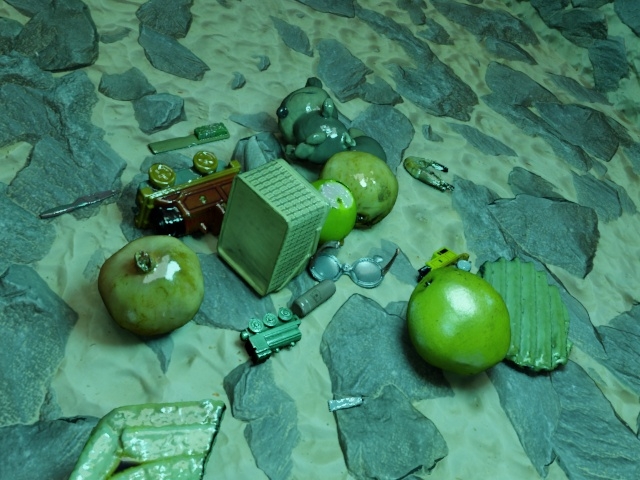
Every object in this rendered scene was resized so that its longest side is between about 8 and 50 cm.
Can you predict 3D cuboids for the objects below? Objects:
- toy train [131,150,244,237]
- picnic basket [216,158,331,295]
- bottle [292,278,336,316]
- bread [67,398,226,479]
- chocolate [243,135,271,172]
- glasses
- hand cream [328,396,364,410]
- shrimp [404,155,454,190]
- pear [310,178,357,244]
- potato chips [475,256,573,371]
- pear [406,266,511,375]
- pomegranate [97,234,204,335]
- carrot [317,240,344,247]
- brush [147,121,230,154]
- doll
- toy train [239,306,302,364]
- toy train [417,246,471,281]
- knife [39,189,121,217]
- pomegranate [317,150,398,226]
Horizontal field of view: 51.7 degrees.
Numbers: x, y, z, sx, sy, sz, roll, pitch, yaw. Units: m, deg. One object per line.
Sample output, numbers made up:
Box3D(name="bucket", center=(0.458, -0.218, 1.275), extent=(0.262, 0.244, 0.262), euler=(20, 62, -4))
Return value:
Box3D(name="toy train", center=(-0.358, -0.119, 1.922), extent=(0.369, 0.163, 0.231), euler=(-23, 67, -35))
Box3D(name="picnic basket", center=(-0.132, -0.035, 1.802), extent=(0.228, 0.312, 0.175), euler=(42, 45, 21))
Box3D(name="bottle", center=(-0.017, 0.158, 1.835), extent=(0.053, 0.053, 0.140), euler=(41, 49, 20))
Box3D(name="bread", center=(-0.362, 0.465, 1.296), extent=(0.264, 0.239, 0.395), euler=(16, 42, -3))
Box3D(name="chocolate", center=(-0.172, -0.186, 2.036), extent=(0.100, 0.185, 0.303), euler=(-28, 45, 8))
Box3D(name="glasses", center=(0.103, 0.035, 1.851), extent=(0.234, 0.268, 0.118), euler=(9, 63, -11))
Box3D(name="hand cream", center=(0.064, 0.408, 1.652), extent=(0.093, 0.019, 0.030), euler=(-6, 51, -15))
Box3D(name="shrimp", center=(0.404, -0.246, 2.370), extent=(0.217, 0.051, 0.150), euler=(37, 40, 22))
Box3D(name="pear", center=(0.010, -0.074, 1.900), extent=(0.188, 0.219, 0.187), euler=(13, 53, -17))
Box3D(name="potato chips", center=(0.592, 0.209, 1.984), extent=(0.359, 0.070, 0.429), euler=(21, 46, -2))
Box3D(name="pear", center=(0.362, 0.211, 1.760), extent=(0.294, 0.294, 0.294), euler=(9, 45, -10))
Box3D(name="pomegranate", center=(-0.411, 0.101, 1.608), extent=(0.252, 0.270, 0.229), euler=(-8, 59, -16))
Box3D(name="carrot", center=(0.000, 0.000, 2.000), extent=(0.139, 0.048, 0.048), euler=(-4, 49, -19))
Box3D(name="brush", center=(-0.430, -0.340, 2.186), extent=(0.282, 0.048, 0.054), euler=(-20, 53, -31))
Box3D(name="doll", center=(0.013, -0.362, 2.273), extent=(0.379, 0.252, 0.382), euler=(36, 23, -39))
Box3D(name="toy train", center=(-0.122, 0.245, 1.711), extent=(0.171, 0.071, 0.111), euler=(-16, 64, -32))
Box3D(name="toy train", center=(0.372, 0.095, 2.006), extent=(0.219, 0.089, 0.127), euler=(-27, 50, -35))
Box3D(name="knife", center=(-0.688, -0.109, 1.899), extent=(0.247, 0.018, 0.035), euler=(-26, 56, -39))
Box3D(name="pomegranate", center=(0.113, -0.163, 2.059), extent=(0.261, 0.260, 0.260), euler=(9, 45, -10))
